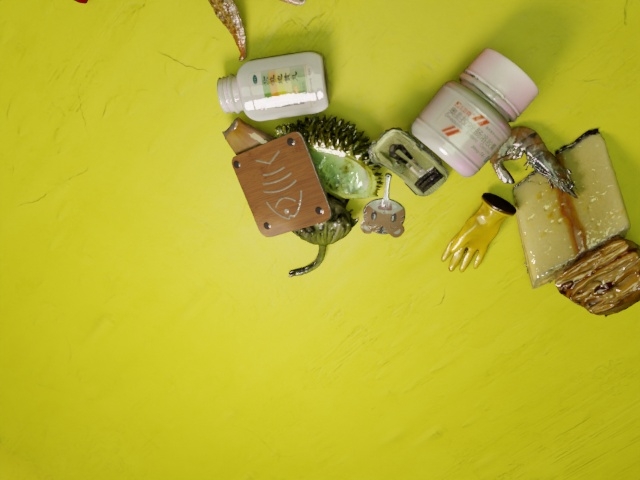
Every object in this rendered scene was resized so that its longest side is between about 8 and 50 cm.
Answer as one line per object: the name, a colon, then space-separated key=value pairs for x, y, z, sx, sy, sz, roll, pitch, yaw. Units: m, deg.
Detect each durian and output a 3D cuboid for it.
durian: x=0.038 y=-0.268 z=1.571 sx=0.395 sy=0.163 sz=0.198 roll=20 pitch=135 yaw=-18

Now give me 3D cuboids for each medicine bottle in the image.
medicine bottle: x=-0.140 y=-0.459 z=1.523 sx=0.325 sy=0.124 sz=0.179 roll=-5 pitch=115 yaw=10
medicine bottle: x=0.435 y=-0.360 z=1.439 sx=0.241 sy=0.241 sz=0.302 roll=37 pitch=105 yaw=-11

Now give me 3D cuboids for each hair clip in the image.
hair clip: x=0.263 y=-0.250 z=1.552 sx=0.138 sy=0.091 sz=0.321 roll=-45 pitch=136 yaw=17

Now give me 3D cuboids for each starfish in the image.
starfish: x=-0.264 y=-0.735 z=1.417 sx=0.398 sy=0.132 sz=0.384 roll=-33 pitch=111 yaw=22

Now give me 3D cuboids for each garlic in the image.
garlic: x=-0.167 y=-0.270 z=1.613 sx=0.318 sy=0.112 sz=0.143 roll=30 pitch=132 yaw=-16

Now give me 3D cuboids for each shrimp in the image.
shrimp: x=0.648 y=-0.211 z=1.555 sx=0.169 sy=0.058 sz=0.296 roll=-42 pitch=84 yaw=27

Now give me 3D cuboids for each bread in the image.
bread: x=0.792 y=-0.087 z=1.647 sx=0.346 sy=0.242 sz=0.404 roll=-21 pitch=77 yaw=19
bread: x=0.915 y=0.137 z=1.589 sx=0.277 sy=0.167 sz=0.325 roll=-41 pitch=142 yaw=24

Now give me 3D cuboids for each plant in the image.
plant: x=0.000 y=-0.024 z=1.741 sx=0.251 sy=0.180 sz=0.333 roll=1 pitch=147 yaw=0

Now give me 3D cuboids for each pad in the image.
pad: x=-0.122 y=-0.163 z=1.556 sx=0.287 sy=0.018 sz=0.283 roll=-15 pitch=102 yaw=33

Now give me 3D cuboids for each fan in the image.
fan: x=0.218 y=-0.116 z=1.702 sx=0.153 sy=0.008 sz=0.226 roll=6 pitch=116 yaw=4

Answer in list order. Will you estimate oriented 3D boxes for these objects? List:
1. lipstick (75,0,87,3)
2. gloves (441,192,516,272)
lipstick: x=-0.648 y=-0.796 z=1.446 sx=0.080 sy=0.080 sz=0.241 roll=41 pitch=113 yaw=-12
gloves: x=0.514 y=-0.006 z=1.677 sx=0.133 sy=0.116 sz=0.294 roll=26 pitch=121 yaw=2
